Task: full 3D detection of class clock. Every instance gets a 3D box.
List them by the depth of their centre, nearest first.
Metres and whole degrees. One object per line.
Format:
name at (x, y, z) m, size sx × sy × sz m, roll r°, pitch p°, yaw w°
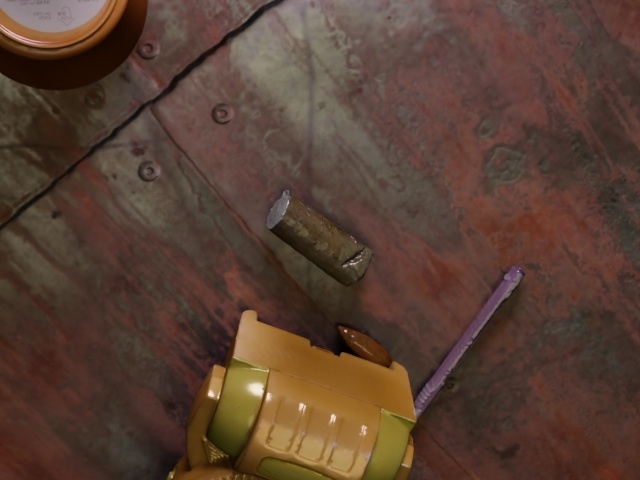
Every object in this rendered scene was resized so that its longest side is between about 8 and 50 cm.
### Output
clock at (-0.049, 0.272, 1.262) m, size 0.244 × 0.200 × 0.317 m, roll 21°, pitch 116°, yaw -5°

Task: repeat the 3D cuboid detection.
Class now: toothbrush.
toothbrush at (0.135, 0.173, 1.355) m, size 0.029 × 0.024 × 0.354 m, roll 31°, pitch 103°, yaw -14°

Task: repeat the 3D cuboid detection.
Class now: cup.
cup at (-0.225, -0.241, 0.981) m, size 0.182 × 0.264 × 0.226 m, roll 34°, pitch 90°, yaw -15°

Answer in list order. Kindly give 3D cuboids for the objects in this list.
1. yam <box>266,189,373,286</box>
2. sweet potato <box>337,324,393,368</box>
yam at (0.000, 0.000, 1.236) m, size 0.132 × 0.054 × 0.054 m, roll 36°, pitch 100°, yaw -22°
sweet potato at (0.054, 0.131, 1.313) m, size 0.095 × 0.034 × 0.034 m, roll 37°, pitch 100°, yaw -21°
